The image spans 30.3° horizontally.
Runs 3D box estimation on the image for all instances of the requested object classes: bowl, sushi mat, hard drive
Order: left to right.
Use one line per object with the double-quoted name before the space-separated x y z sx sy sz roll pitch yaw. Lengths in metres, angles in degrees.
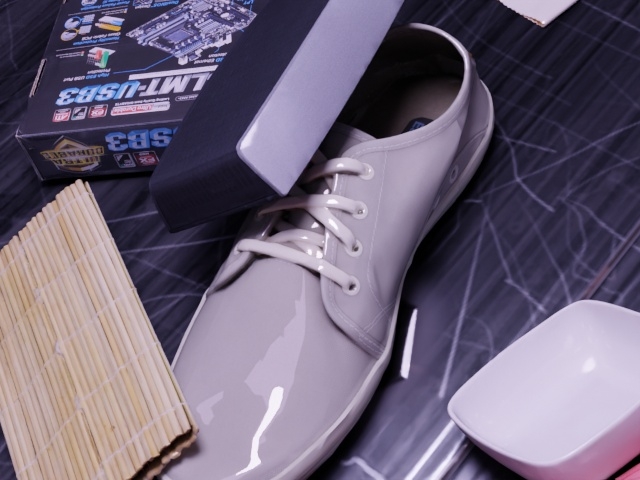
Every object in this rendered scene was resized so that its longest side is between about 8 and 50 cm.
"sushi mat" -0.197 0.088 0.922 0.151 0.019 0.316 -44 44 9
"hard drive" -0.031 -0.126 0.928 0.172 0.054 0.255 -15 39 50
"bowl" 0.170 0.108 0.782 0.142 0.053 0.142 -35 21 -14

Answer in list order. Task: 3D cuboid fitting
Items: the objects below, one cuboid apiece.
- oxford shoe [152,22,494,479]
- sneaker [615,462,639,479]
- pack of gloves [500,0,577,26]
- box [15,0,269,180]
"oxford shoe" 0.000 0.000 0.904 0.169 0.130 0.449 17 60 27
"sneaker" 0.190 0.200 0.708 0.313 0.116 0.136 -12 35 3
"pack of gloves" 0.235 -0.324 1.152 0.232 0.046 0.195 -36 49 -12
"box" -0.115 -0.195 1.139 0.295 0.073 0.293 -5 51 13
